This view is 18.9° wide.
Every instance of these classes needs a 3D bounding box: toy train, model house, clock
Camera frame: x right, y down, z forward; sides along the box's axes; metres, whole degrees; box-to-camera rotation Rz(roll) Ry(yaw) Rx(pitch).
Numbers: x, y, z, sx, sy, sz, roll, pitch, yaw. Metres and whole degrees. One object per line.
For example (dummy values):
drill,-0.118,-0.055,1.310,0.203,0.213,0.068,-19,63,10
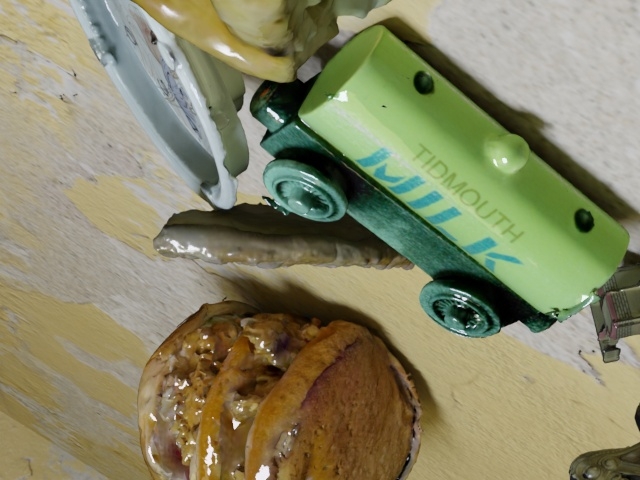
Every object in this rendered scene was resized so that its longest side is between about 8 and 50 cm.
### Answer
toy train,0.080,-0.034,1.214,0.253,0.105,0.157,39,149,-16
model house,0.209,0.043,1.251,0.058,0.057,0.083,-10,154,0
clock,-0.103,-0.131,1.232,0.236,0.053,0.236,53,166,20

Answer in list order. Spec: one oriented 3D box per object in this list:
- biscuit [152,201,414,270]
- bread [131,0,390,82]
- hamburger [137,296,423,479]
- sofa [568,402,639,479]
biscuit,0.000,-0.002,1.348,0.141,0.038,0.290,8,-176,18
bread,-0.070,-0.205,0.844,0.252,0.238,0.196,33,127,16
hamburger,-0.036,0.176,1.724,0.211,0.245,0.260,9,-169,31
sofa,0.335,0.196,1.348,0.258,0.182,0.200,1,127,56
